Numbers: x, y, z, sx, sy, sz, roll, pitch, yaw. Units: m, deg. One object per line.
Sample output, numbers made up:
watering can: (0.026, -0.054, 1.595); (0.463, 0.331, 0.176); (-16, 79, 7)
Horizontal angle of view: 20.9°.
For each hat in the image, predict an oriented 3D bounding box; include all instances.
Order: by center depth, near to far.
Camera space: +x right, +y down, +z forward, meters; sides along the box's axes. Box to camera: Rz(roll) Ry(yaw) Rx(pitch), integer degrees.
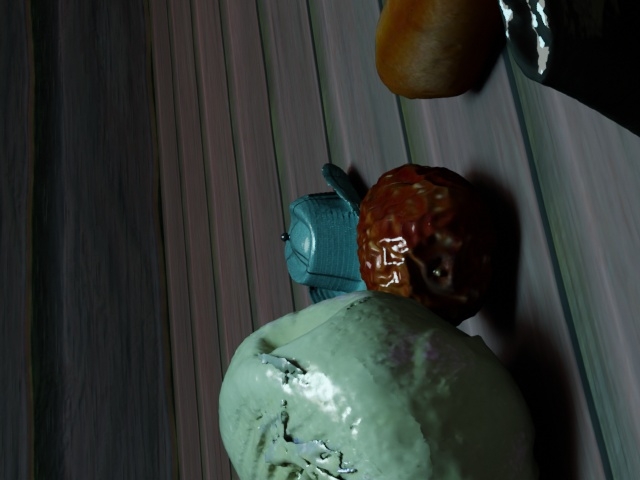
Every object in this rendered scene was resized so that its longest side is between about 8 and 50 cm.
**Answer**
hat: (0.000, 0.000, 1.728); (0.191, 0.078, 0.138); (-112, 25, -63)

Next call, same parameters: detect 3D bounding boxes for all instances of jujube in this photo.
jujube: (0.080, 0.001, 1.304); (0.112, 0.109, 0.176); (-48, 12, 9)

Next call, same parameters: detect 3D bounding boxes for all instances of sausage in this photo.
sausage: (0.102, -0.195, 1.251); (0.300, 0.089, 0.083); (114, 161, -61)

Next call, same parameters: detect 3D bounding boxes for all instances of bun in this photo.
bun: (0.054, 0.152, 1.203); (0.273, 0.168, 0.273); (37, 147, 29)

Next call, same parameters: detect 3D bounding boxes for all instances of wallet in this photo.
wallet: (0.122, -0.141, 0.830); (0.321, 0.044, 0.170); (5, -112, -70)
